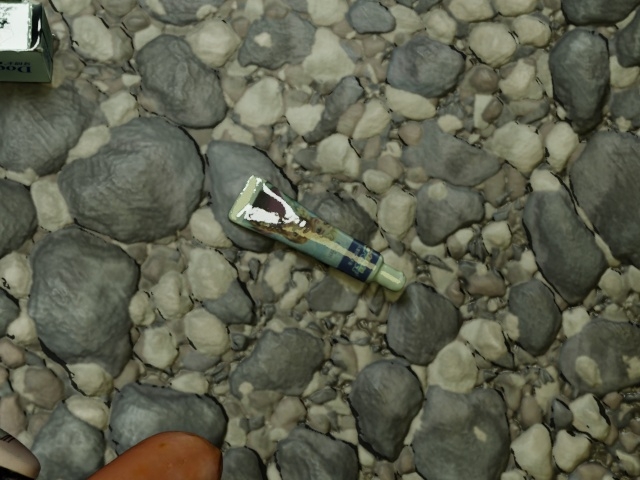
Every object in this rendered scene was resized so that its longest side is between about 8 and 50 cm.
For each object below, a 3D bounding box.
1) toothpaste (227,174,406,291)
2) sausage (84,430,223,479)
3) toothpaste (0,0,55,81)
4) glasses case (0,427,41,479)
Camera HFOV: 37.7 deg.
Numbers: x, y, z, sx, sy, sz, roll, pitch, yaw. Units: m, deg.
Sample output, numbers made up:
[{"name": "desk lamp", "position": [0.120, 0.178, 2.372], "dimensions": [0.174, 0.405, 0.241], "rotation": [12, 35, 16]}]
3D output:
[{"name": "toothpaste", "position": [0.000, 0.000, 1.074], "dimensions": [0.216, 0.037, 0.062], "rotation": [29, 80, 1]}, {"name": "sausage", "position": [-0.205, 0.281, 0.931], "dimensions": [0.259, 0.113, 0.113], "rotation": [-34, 88, -37]}, {"name": "toothpaste", "position": [-0.452, -0.220, 1.009], "dimensions": [0.313, 0.089, 0.071], "rotation": [0, 75, -8]}, {"name": "glasses case", "position": [-0.432, 0.179, 0.935], "dimensions": [0.314, 0.122, 0.075], "rotation": [23, 73, -4]}]
